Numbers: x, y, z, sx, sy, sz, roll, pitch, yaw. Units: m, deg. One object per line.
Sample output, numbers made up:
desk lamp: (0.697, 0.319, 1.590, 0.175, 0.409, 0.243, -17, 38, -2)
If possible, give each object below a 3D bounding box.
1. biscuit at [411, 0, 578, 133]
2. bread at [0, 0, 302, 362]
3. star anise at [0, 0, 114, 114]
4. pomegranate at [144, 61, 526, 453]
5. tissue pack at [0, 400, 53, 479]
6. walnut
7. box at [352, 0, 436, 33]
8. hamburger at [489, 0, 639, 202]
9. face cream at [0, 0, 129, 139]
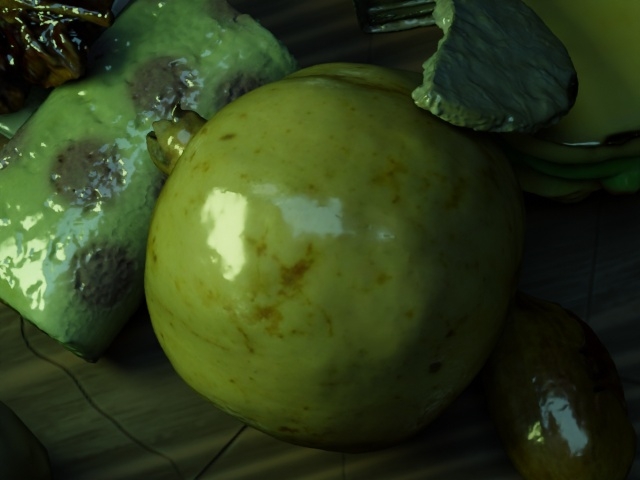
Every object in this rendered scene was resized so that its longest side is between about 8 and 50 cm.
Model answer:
biscuit: (0.148, -0.146, 1.500, 0.133, 0.032, 0.250, 26, 34, -8)
bread: (-0.178, -0.070, 1.648, 0.187, 0.155, 0.338, 33, 77, 22)
star anise: (-0.284, -0.192, 1.632, 0.220, 0.126, 0.190, -34, 26, 12)
pomegranate: (0.000, 0.000, 1.509, 0.343, 0.342, 0.342, -2, 69, 6)
tissue pack: (-0.436, 0.184, 1.518, 0.387, 0.267, 0.277, 32, 78, 15)
walnut: (0.197, 0.130, 1.560, 0.116, 0.116, 0.207, -20, 61, -2)
box: (0.118, -0.377, 1.718, 0.225, 0.190, 0.297, -8, 68, 5)
hamburger: (0.230, -0.133, 1.633, 0.237, 0.149, 0.237, -3, 60, 5)
face cream: (-0.235, -0.178, 1.726, 0.084, 0.057, 0.198, 35, 82, -22)
